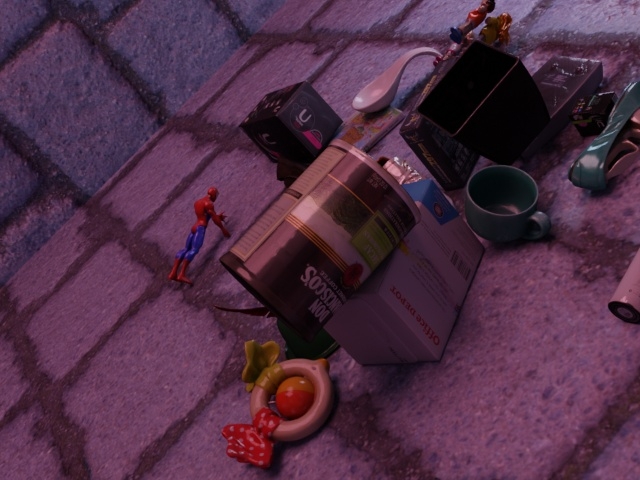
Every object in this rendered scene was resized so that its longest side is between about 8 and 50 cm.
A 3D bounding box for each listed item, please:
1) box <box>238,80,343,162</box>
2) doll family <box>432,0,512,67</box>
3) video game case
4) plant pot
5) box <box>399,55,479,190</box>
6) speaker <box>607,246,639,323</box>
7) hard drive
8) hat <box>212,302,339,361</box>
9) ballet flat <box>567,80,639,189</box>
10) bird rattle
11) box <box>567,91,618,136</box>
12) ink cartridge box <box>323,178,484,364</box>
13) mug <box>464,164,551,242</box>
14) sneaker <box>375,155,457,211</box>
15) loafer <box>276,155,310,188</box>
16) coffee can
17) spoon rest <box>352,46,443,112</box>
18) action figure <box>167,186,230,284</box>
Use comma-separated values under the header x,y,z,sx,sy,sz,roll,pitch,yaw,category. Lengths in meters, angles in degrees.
x,y,z,sx,sy,sz,roll,pitch,yaw,category
-0.088,-0.330,2.419,0.143,0.165,0.270,-52,21,-18,box
0.393,-0.491,2.111,0.163,0.118,0.263,-43,-4,-13,doll family
0.112,-0.299,2.295,0.193,0.023,0.212,-42,28,0,video game case
0.334,-0.254,1.679,0.188,0.167,0.187,-49,28,7,plant pot
0.281,-0.253,1.841,0.059,0.183,0.232,-8,44,47,box
0.485,0.055,1.278,0.055,0.055,0.136,4,52,54,speaker
0.461,-0.278,1.781,0.254,0.054,0.172,-46,28,-5,hard drive
-0.062,0.140,1.725,0.208,0.183,0.173,-45,28,-5,hat
0.543,-0.181,1.532,0.087,0.083,0.247,27,70,35,ballet flat
-0.077,0.302,1.590,0.207,0.143,0.253,-13,40,17,bird rattle
0.530,-0.241,1.632,0.083,0.062,0.052,-1,49,52,box
0.135,0.063,1.565,0.197,0.198,0.270,-11,41,44,ink cartridge box
0.333,-0.050,1.561,0.130,0.097,0.157,-10,49,-4,mug
0.183,-0.104,1.823,0.106,0.123,0.290,-42,29,-3,sneaker
-0.053,-0.168,2.287,0.220,0.080,0.078,31,108,60,loafer
0.000,0.000,1.397,0.275,0.201,0.201,-48,28,-8,coffee can
0.202,-0.430,2.267,0.276,0.084,0.137,-31,27,5,spoon rest
-0.315,-0.006,2.381,0.091,0.139,0.280,5,75,51,action figure
